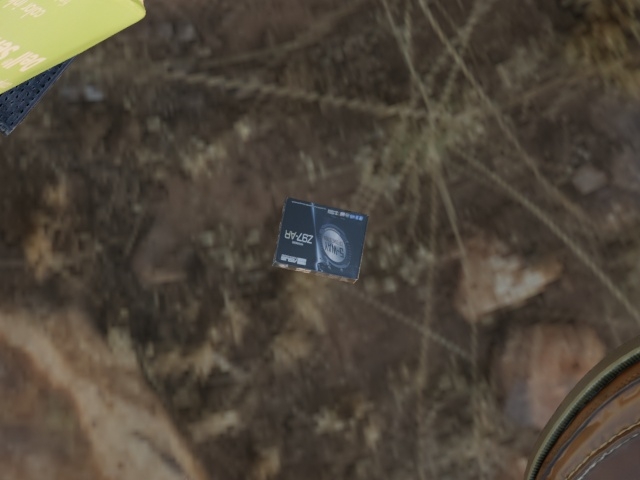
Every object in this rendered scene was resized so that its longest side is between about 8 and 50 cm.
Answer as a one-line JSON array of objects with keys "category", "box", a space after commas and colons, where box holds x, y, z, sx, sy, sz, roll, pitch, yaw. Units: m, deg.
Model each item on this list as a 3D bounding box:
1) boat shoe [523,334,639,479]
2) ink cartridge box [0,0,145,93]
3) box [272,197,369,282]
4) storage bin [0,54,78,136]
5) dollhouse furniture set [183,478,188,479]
[{"category": "boat shoe", "box": [0.241, 0.097, 1.088, 0.307, 0.104, 0.111, -39, 118, 22]}, {"category": "ink cartridge box", "box": [-0.265, -0.087, 0.638, 0.353, 0.119, 0.207, -28, 85, 6]}, {"category": "box", "box": [0.000, 0.000, 1.892, 0.083, 0.067, 0.018, 13, 164, -7]}, {"category": "storage bin", "box": [-0.281, -0.203, 1.925, 0.084, 0.122, 0.180, 40, 102, -14]}, {"category": "dollhouse furniture set", "box": [-0.096, 0.226, 1.391, 0.081, 0.114, 0.091, 15, 104, -44]}]
